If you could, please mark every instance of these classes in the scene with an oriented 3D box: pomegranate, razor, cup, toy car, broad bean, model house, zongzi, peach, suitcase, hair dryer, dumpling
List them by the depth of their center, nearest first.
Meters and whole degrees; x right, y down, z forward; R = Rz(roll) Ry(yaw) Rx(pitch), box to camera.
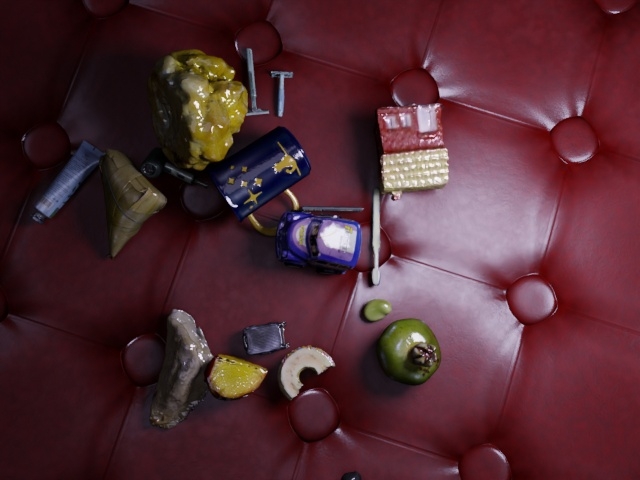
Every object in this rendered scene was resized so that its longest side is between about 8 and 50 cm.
[{"bbox_3d":[0.239,0.290,1.587,0.179,0.210,0.179,-2,58,3],"label":"pomegranate"},{"bbox_3d":[-0.237,0.371,1.628,0.172,0.092,0.127,-7,83,-19],"label":"peach"},{"bbox_3d":[0.000,0.000,1.629,0.235,0.158,0.172,9,83,-22],"label":"toy car"},{"bbox_3d":[-0.377,0.365,1.635,0.166,0.086,0.332,8,87,4],"label":"dumpling"},{"bbox_3d":[-0.155,0.276,1.659,0.126,0.059,0.086,-10,82,1],"label":"suitcase"},{"bbox_3d":[0.161,0.197,1.679,0.083,0.045,0.063,-22,94,5],"label":"broad bean"},{"bbox_3d":[0.258,-0.242,1.681,0.195,0.160,0.254,-4,84,0],"label":"model house"},{"bbox_3d":[-0.156,-0.166,1.692,0.256,0.255,0.178,-33,46,-7],"label":"cup"},{"bbox_3d":[-0.591,-0.106,1.702,0.228,0.115,0.256,46,107,18],"label":"zongzi"},{"bbox_3d":[-0.414,-0.195,1.712,0.197,0.100,0.057,23,123,-12],"label":"hair dryer"},{"bbox_3d":[-0.118,-0.438,1.767,0.068,0.040,0.135,2,87,1],"label":"razor"},{"bbox_3d":[-0.207,-0.478,1.770,0.084,0.036,0.211,-6,83,-3],"label":"razor"}]

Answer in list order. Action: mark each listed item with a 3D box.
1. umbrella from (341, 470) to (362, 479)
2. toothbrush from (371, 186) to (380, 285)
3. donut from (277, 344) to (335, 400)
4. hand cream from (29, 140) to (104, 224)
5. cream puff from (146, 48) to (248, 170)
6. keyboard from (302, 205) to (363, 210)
[{"bbox_3d":[0.147,0.789,1.564,0.106,0.113,0.358,-22,82,19],"label":"umbrella"},{"bbox_3d":[0.162,-0.014,1.713,0.026,0.028,0.294,2,82,-1],"label":"toothbrush"},{"bbox_3d":[-0.052,0.354,1.644,0.166,0.065,0.108,-37,84,-4],"label":"donut"},{"bbox_3d":[-0.741,-0.165,1.720,0.091,0.058,0.271,32,80,16],"label":"hand cream"},{"bbox_3d":[-0.323,-0.368,1.652,0.257,0.291,0.324,-25,55,-29],"label":"cream puff"},{"bbox_3d":[0.035,-0.092,1.710,0.176,0.055,0.014,1,92,0],"label":"keyboard"}]
